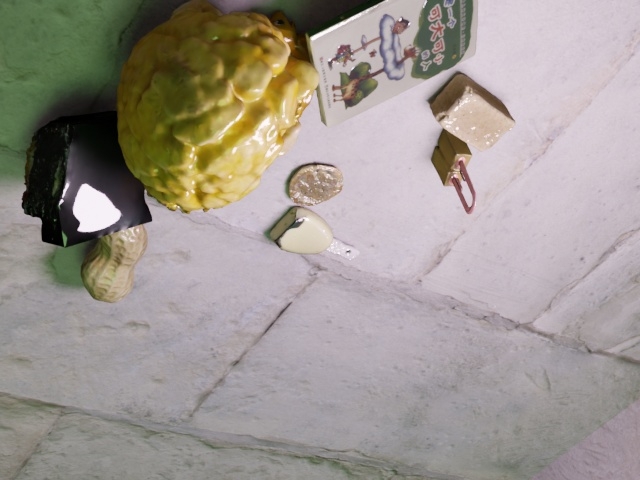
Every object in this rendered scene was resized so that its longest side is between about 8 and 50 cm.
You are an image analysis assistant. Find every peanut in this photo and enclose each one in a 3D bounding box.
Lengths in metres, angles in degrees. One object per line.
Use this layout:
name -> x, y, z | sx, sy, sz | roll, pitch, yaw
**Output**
peanut -> -0.480, 0.034, 2.024 | 0.136, 0.120, 0.298 | -30, 155, -48

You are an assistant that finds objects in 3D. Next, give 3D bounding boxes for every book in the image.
book -> 0.151, -0.392, 1.736 | 0.370, 0.043, 0.260 | -29, 148, -10

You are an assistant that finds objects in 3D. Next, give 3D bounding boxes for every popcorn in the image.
popcorn -> -0.217, -0.252, 1.622 | 0.390, 0.344, 0.354 | -46, 174, 4

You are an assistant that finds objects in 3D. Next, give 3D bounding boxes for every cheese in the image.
cheese -> 0.000, 0.000, 2.195 | 0.251, 0.054, 0.127 | 24, 124, -37

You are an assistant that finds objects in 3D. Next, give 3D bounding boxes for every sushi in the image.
sushi -> -0.492, -0.133, 1.761 | 0.215, 0.212, 0.227 | -22, 113, -46

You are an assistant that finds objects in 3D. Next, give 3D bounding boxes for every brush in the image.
brush -> 0.320, -0.149, 2.002 | 0.047, 0.233, 0.103 | 0, 134, -17

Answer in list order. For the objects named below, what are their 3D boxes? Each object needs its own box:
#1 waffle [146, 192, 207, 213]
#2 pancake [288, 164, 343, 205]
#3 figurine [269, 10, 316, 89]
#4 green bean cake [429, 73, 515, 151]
waffle -> -0.281, -0.160, 1.927 | 0.262, 0.060, 0.280 | -38, 134, 22
pancake -> -0.011, -0.132, 2.071 | 0.139, 0.022, 0.140 | -9, 138, -8
figurine -> -0.049, -0.371, 1.732 | 0.176, 0.122, 0.121 | 26, 161, -28
green bean cake -> 0.344, -0.286, 1.975 | 0.179, 0.085, 0.109 | 25, 125, -38
